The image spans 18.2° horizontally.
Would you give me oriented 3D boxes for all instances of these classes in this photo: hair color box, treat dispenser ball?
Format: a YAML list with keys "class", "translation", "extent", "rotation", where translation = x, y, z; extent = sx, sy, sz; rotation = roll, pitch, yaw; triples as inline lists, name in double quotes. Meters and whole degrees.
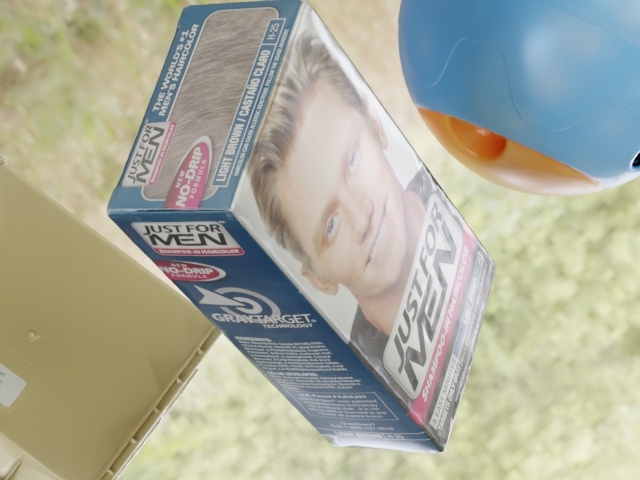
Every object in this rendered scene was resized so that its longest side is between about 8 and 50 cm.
- class: "hair color box"
  translation: [0.000, 0.000, 1.430]
  extent: [0.347, 0.105, 0.174]
  rotation: [49, 50, -47]
- class: "treat dispenser ball"
  translation: [0.211, -0.182, 1.766]
  extent: [0.288, 0.288, 0.288]
  rotation: [-32, 156, -16]

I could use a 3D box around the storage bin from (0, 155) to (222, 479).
- class: "storage bin"
  translation: [-0.262, 0.105, 1.726]
  extent: [0.260, 0.262, 0.123]
  rotation: [-53, -179, -35]
